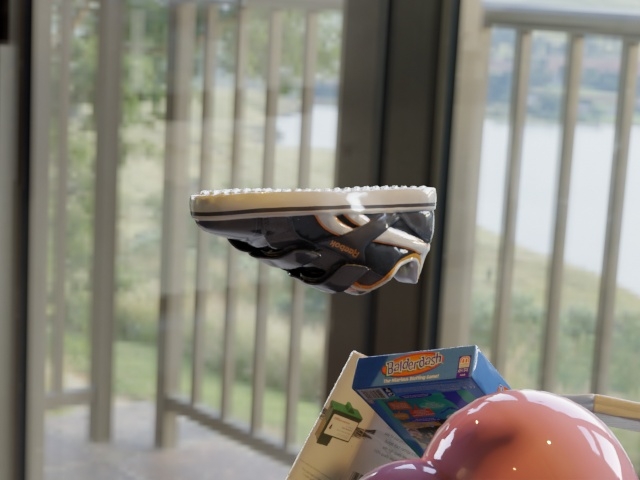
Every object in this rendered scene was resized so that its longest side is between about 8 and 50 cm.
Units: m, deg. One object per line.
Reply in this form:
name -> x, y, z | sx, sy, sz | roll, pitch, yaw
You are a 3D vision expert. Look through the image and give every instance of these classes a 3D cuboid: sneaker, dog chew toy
sneaker -> 0.000, 0.000, 1.661 | 0.321, 0.127, 0.126 | -1, 4, -33
dog chew toy -> 0.104, 0.261, 1.233 | 0.332, 0.206, 0.206 | -24, 18, -13

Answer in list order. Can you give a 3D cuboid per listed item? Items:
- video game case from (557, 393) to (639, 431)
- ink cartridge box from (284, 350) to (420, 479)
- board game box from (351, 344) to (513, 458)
video game case -> 0.430, 0.227, 1.821 | 0.285, 0.025, 0.204 | 12, -9, -12
ink cartridge box -> 0.067, 0.275, 1.921 | 0.092, 0.219, 0.160 | 23, -7, 45
board game box -> 0.158, 0.205, 1.777 | 0.160, 0.047, 0.210 | -9, -39, 30
